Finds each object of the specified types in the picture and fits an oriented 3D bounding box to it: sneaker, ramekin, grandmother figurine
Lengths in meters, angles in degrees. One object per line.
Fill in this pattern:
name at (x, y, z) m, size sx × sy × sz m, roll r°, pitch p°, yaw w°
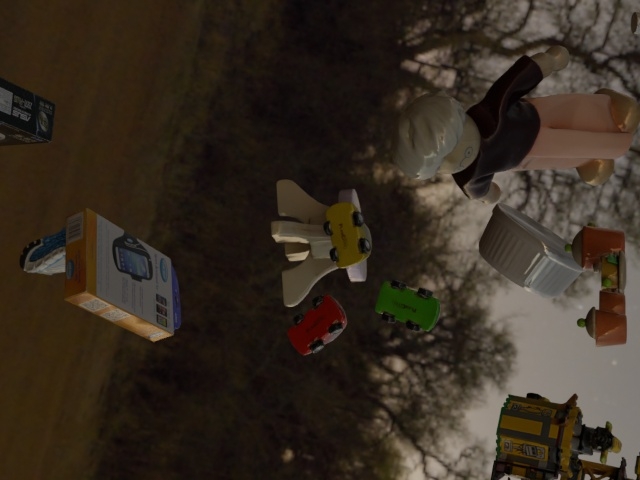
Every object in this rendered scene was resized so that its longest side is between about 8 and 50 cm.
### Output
sneaker at (-0.445, 0.015, 1.666) m, size 0.083 × 0.190 × 0.071 m, roll 39°, pitch 36°, yaw -59°
ramekin at (0.510, 0.032, 2.248) m, size 0.127 × 0.272 × 0.273 m, roll -58°, pitch -175°, yaw 14°
grandmother figurine at (0.219, -0.120, 1.026) m, size 0.104 × 0.342 × 0.208 m, roll 40°, pitch -53°, yaw 42°

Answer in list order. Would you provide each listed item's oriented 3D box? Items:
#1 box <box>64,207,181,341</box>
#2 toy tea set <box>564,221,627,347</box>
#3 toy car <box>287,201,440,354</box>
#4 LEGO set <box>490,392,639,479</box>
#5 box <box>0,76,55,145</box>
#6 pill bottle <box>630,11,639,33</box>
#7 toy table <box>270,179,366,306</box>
box at (-0.172, 0.036, 0.817) m, size 0.136 × 0.028 × 0.081 m, roll 42°, pitch 35°, yaw -54°
toy tea set at (0.566, 0.093, 1.902) m, size 0.336 × 0.124 × 0.200 m, roll -46°, pitch 133°, yaw -66°
toy car at (0.079, 0.080, 1.351) m, size 0.053 × 0.225 × 0.239 m, roll 12°, pitch 96°, yaw -60°
LEGO set at (0.248, 0.306, 0.818) m, size 0.255 × 0.192 × 0.331 m, roll 61°, pitch 42°, yaw -52°
box at (-0.587, -0.229, 1.629) m, size 0.180 × 0.147 × 0.078 m, roll 25°, pitch 66°, yaw -66°
pill bottle at (0.479, -0.304, 1.283) m, size 0.043 × 0.083 × 0.043 m, roll 0°, pitch 90°, yaw -88°
toy table at (0.000, 0.000, 1.799) m, size 0.274 × 0.160 × 0.252 m, roll 73°, pitch 13°, yaw -64°
